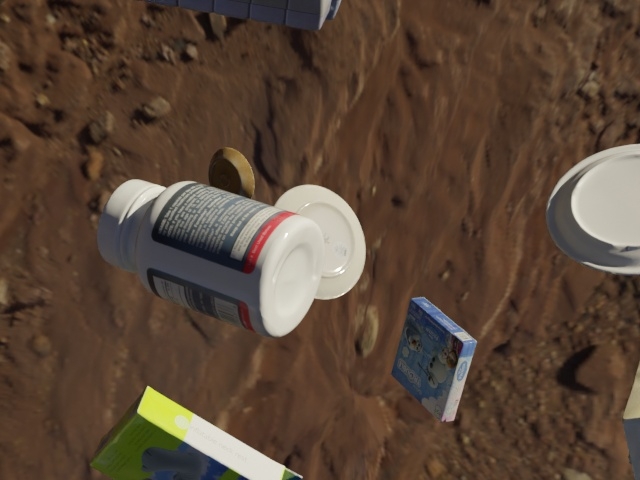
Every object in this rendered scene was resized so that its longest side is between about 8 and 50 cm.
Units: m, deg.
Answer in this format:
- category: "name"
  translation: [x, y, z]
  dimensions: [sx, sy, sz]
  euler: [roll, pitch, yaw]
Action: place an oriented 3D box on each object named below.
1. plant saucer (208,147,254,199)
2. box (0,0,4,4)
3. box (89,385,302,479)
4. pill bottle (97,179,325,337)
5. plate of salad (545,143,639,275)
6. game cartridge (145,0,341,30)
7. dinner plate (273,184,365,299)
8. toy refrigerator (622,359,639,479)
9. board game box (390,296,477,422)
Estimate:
- category: "plant saucer"
  translation: [-0.123, -0.081, 1.696]
  dimensions: [0.015, 0.083, 0.083]
  euler: [-22, 80, -46]
- category: "box"
  translation: [-0.359, -0.311, 1.144]
  dimensions: [0.322, 0.058, 0.232]
  euler: [-45, 97, -8]
- category: "box"
  translation: [-0.121, 0.224, 1.236]
  dimensions: [0.178, 0.042, 0.109]
  euler: [33, 129, -12]
- category: "pill bottle"
  translation: [-0.097, 0.008, 1.104]
  dimensions: [0.180, 0.108, 0.108]
  euler: [19, 83, 25]
- category: "plate of salad"
  translation: [0.349, -0.031, 1.403]
  dimensions: [0.200, 0.048, 0.200]
  euler: [-10, 46, 10]
- category: "game cartridge"
  translation: [-0.071, -0.326, 1.412]
  dimensions: [0.230, 0.355, 0.068]
  euler: [15, 121, 3]
- category: "dinner plate"
  translation: [0.000, 0.000, 1.521]
  dimensions: [0.141, 0.017, 0.141]
  euler: [10, 72, -34]
- category: "toy refrigerator"
  translation: [0.499, 0.249, 1.847]
  dimensions: [0.094, 0.269, 0.102]
  euler: [-10, 102, 22]
- category: "board game box"
  translation: [0.110, 0.116, 1.252]
  dimensions: [0.020, 0.090, 0.090]
  euler: [-4, 118, -32]
